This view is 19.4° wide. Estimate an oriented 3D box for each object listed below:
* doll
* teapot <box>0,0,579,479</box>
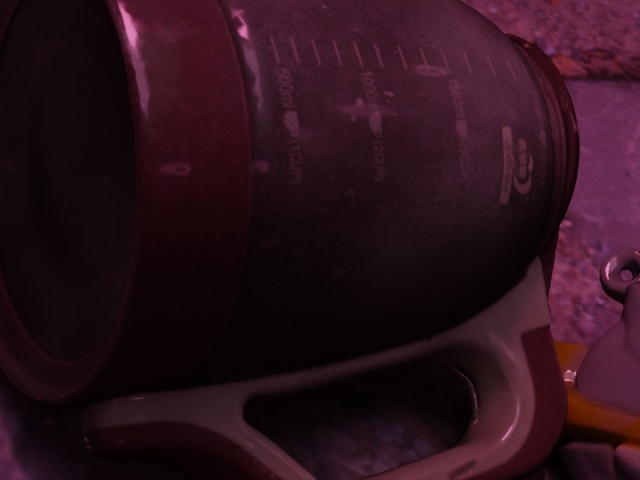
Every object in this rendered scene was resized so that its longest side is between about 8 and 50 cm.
[{"bbox_3d":[0.203,0.134,0.994,0.103,0.145,0.316,27,38,-48],"label":"doll"},{"bbox_3d":[0.000,0.000,0.969,0.312,0.233,0.315,-2,79,-30],"label":"teapot"}]
